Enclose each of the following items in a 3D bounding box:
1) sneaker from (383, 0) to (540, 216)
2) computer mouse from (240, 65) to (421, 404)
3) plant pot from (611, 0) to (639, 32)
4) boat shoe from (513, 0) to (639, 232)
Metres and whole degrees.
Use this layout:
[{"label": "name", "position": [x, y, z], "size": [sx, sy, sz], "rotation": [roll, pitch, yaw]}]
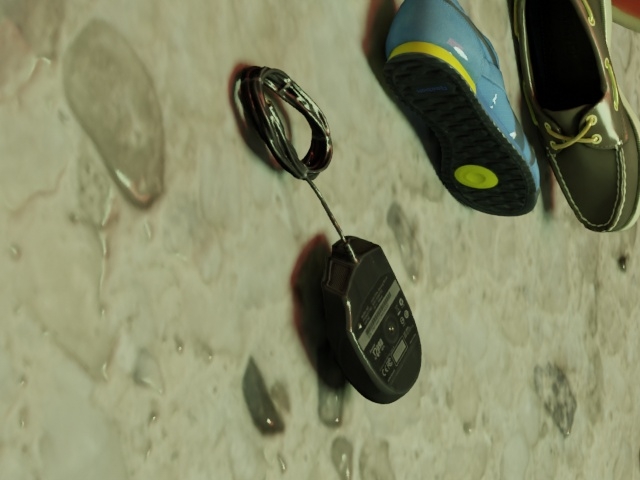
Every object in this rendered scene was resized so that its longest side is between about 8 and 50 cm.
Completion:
[{"label": "sneaker", "position": [0.107, -0.096, 1.202], "size": [0.209, 0.069, 0.082], "rotation": [54, 41, -47]}, {"label": "computer mouse", "position": [0.000, 0.000, 1.051], "size": [0.071, 0.041, 0.242], "rotation": [-53, 127, -46]}, {"label": "plant pot", "position": [0.304, -0.309, 1.384], "size": [0.243, 0.275, 0.275], "rotation": [-59, 140, -25]}, {"label": "boat shoe", "position": [0.196, -0.109, 1.357], "size": [0.069, 0.081, 0.227], "rotation": [-26, 106, -55]}]
